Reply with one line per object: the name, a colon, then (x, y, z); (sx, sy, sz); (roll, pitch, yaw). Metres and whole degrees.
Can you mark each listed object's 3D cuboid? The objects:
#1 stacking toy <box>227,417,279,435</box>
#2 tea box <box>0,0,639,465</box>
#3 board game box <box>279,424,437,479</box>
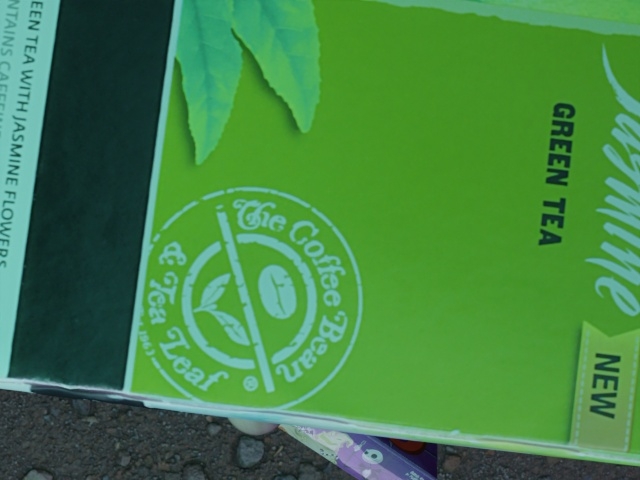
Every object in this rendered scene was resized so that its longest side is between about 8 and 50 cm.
stacking toy: (0.109, 0.037, 0.814); (0.330, 0.141, 0.141); (-2, 176, 5)
tea box: (-0.004, -0.034, 0.596); (0.323, 0.220, 0.329); (6, 174, -2)
board game box: (-0.054, 0.026, 1.045); (0.347, 0.208, 0.056); (36, 126, -20)
